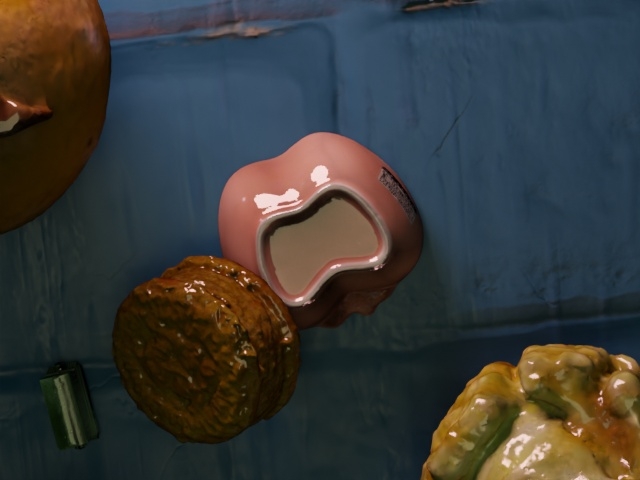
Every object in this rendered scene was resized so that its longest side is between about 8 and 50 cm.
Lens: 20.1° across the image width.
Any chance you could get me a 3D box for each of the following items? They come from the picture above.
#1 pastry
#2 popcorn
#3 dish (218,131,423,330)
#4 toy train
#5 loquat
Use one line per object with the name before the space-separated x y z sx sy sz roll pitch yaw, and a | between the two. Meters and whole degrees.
pastry | -0.113 0.108 1.791 0.189 0.103 0.188 15 120 28
popcorn | 0.236 0.265 1.774 0.279 0.274 0.335 5 99 1
dish | 0.000 0.000 1.819 0.213 0.090 0.213 0 98 -2
toy train | -0.257 0.171 1.855 0.038 0.056 0.093 -13 96 5
loquat | -0.349 -0.144 1.665 0.328 0.359 0.328 -8 121 -13
